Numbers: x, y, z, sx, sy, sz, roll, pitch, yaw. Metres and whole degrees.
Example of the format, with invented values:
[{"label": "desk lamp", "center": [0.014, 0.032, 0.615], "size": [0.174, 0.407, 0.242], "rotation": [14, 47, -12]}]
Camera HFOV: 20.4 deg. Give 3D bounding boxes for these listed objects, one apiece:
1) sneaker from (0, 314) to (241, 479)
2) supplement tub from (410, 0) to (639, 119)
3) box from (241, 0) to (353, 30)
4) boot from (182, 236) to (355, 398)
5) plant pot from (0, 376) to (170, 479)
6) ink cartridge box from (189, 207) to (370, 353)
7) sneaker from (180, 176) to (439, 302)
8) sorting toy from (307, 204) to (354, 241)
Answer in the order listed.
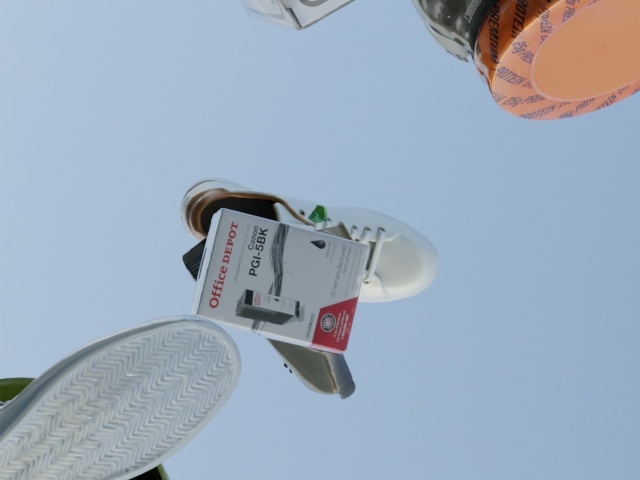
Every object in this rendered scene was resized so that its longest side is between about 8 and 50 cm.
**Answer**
[{"label": "sneaker", "center": [-0.208, 0.130, 1.312], "size": [0.108, 0.292, 0.169], "rotation": [63, -11, -21]}, {"label": "supplement tub", "center": [0.130, -0.264, 1.243], "size": [0.207, 0.207, 0.338], "rotation": [-46, -126, 39]}, {"label": "box", "center": [0.064, -0.232, 0.762], "size": [0.169, 0.290, 0.087], "rotation": [61, -9, -18]}, {"label": "boot", "center": [-0.054, 0.083, 1.822], "size": [0.198, 0.077, 0.137], "rotation": [30, -30, 42]}, {"label": "plant pot", "center": [-0.217, 0.285, 1.491], "size": [0.275, 0.293, 0.274], "rotation": [-3, -111, 9]}, {"label": "ink cartridge box", "center": [-0.036, 0.036, 1.543], "size": [0.056, 0.135, 0.099], "rotation": [160, -57, -80]}, {"label": "sneaker", "center": [-0.009, 0.010, 1.908], "size": [0.123, 0.290, 0.106], "rotation": [-123, -134, -80]}, {"label": "sorting toy", "center": [0.000, 0.000, 1.702], "size": [0.012, 0.062, 0.083], "rotation": [101, -32, -50]}]
